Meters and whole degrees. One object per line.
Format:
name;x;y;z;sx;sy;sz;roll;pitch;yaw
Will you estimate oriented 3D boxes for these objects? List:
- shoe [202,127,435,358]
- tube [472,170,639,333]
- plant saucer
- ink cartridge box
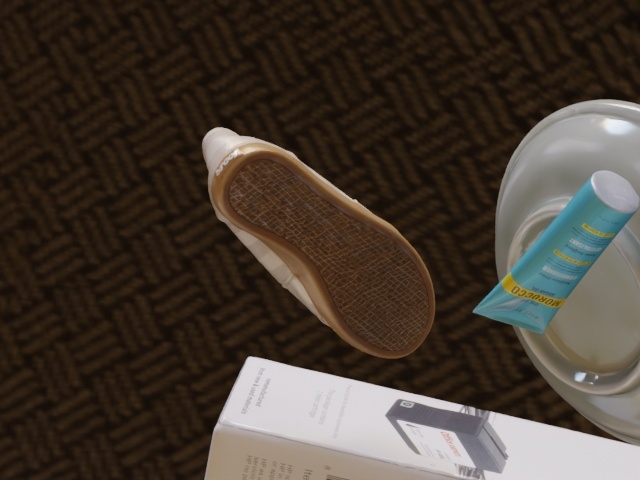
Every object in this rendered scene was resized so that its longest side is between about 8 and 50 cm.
shoe;0.000;0.000;1.057;0.076;0.219;0.058;-48;38;-4
tube;0.231;0.018;1.588;0.080;0.052;0.207;21;133;-13
plant saucer;0.308;0.052;1.769;0.400;0.100;0.400;28;127;45
ink cartridge box;0.066;0.236;1.185;0.307;0.129;0.223;13;110;4
